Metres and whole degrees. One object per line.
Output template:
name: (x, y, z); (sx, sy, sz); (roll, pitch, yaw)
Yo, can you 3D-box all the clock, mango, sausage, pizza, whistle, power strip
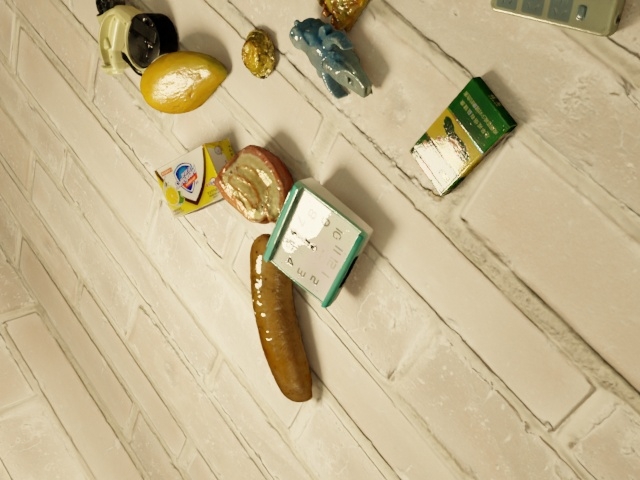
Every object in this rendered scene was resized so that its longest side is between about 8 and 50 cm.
clock: (-0.588, -0.612, 2.280); (0.379, 0.120, 0.277); (36, 125, 33)
mango: (-0.398, -0.454, 2.102); (0.316, 0.119, 0.176); (-13, 123, 34)
sausage: (-0.118, 0.223, 2.065); (0.136, 0.123, 0.501); (-5, 101, 19)
pizza: (0.052, -0.541, 1.655); (0.175, 0.046, 0.134); (6, 108, 46)
whistle: (0.024, -0.427, 1.694); (0.269, 0.093, 0.180); (49, 158, 23)
power strip: (0.420, -0.442, 1.290); (0.270, 0.046, 0.118); (29, 124, 37)
clock: (0.000, 0.000, 1.855); (0.231, 0.116, 0.262); (38, 129, 17)

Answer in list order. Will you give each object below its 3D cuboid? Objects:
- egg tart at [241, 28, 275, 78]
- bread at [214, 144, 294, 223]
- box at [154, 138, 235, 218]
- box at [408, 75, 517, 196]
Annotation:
egg tart: (-0.166, -0.487, 1.910); (0.130, 0.052, 0.130); (18, 115, 45)
bread: (-0.160, -0.137, 1.954); (0.244, 0.123, 0.190); (44, 102, 14)
box: (-0.356, -0.179, 2.162); (0.265, 0.097, 0.168); (-16, 97, 42)
box: (0.290, -0.212, 1.523); (0.132, 0.034, 0.235); (56, 137, 16)
